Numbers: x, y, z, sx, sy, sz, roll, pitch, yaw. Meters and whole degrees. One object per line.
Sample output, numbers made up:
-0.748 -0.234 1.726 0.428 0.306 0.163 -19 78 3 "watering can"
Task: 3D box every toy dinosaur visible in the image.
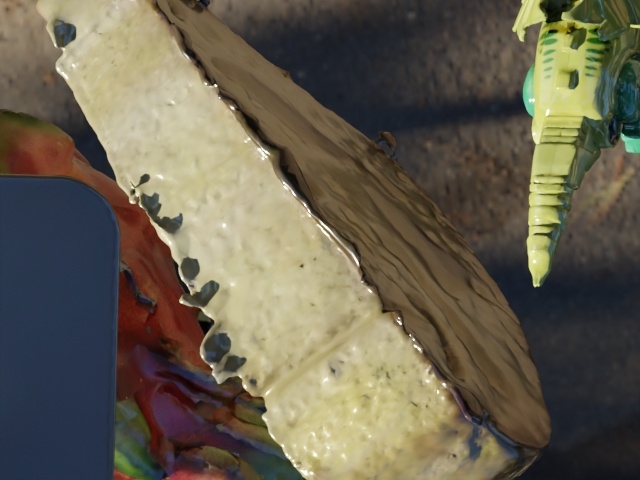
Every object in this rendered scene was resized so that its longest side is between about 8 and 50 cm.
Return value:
0.165 -0.092 0.997 0.094 0.259 0.153 3 170 33 "toy dinosaur"

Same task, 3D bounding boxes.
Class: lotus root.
0.000 0.000 0.664 0.074 0.261 0.170 -44 149 20 "lotus root"

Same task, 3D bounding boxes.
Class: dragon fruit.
-0.126 0.044 0.813 0.269 0.200 0.198 19 128 -31 "dragon fruit"

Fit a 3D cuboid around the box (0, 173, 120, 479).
-0.101 0.044 0.431 0.091 0.126 0.031 -1 -177 -22 "box"
